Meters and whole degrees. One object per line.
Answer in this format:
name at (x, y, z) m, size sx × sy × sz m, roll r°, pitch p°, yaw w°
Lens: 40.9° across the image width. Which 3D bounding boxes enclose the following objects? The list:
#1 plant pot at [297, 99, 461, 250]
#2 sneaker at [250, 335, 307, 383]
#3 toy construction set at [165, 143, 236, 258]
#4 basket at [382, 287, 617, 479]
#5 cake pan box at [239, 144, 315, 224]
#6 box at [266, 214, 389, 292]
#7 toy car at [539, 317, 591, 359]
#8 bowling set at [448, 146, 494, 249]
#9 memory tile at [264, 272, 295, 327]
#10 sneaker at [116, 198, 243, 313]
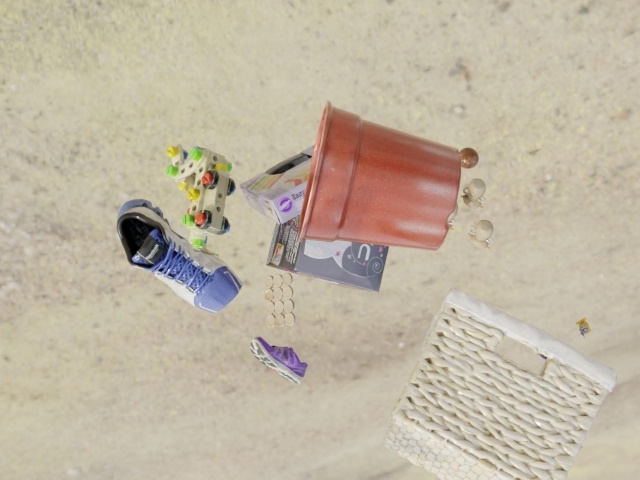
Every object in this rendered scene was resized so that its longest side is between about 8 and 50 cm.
plant pot at (0.111, -0.101, 1.618) m, size 0.265 × 0.273 × 0.272 m, roll 12°, pitch 149°, yaw -4°
sneaker at (-0.101, 0.278, 2.078) m, size 0.170 × 0.071 × 0.068 m, roll 41°, pitch 155°, yaw -27°
toy construction set at (-0.308, -0.093, 2.168) m, size 0.215 × 0.328 × 0.151 m, roll -5°, pitch 176°, yaw 44°
basket at (0.306, 0.312, 1.580) m, size 0.328 × 0.266 × 0.331 m, roll 28°, pitch 160°, yaw 10°
cake pan box at (-0.040, -0.141, 1.979) m, size 0.245 × 0.070 × 0.267 m, roll -27°, pitch -161°, yaw -13°
box at (0.025, 0.016, 2.023) m, size 0.247 × 0.163 × 0.142 m, roll 17°, pitch 174°, yaw -33°
toy car at (0.481, 0.198, 1.696) m, size 0.122 × 0.041 × 0.060 m, roll -32°, pitch 162°, yaw 9°
bowling set at (0.345, -0.118, 2.154) m, size 0.200 × 0.287 × 0.154 m, roll -53°, pitch 167°, yaw -16°
memory tile at (-0.114, 0.166, 2.384) m, size 0.113 × 0.148 × 0.012 m, roll -11°, pitch 169°, yaw 42°
sneaker at (-0.321, 0.044, 1.814) m, size 0.127 × 0.315 × 0.182 m, roll -48°, pitch -174°, yaw 5°
